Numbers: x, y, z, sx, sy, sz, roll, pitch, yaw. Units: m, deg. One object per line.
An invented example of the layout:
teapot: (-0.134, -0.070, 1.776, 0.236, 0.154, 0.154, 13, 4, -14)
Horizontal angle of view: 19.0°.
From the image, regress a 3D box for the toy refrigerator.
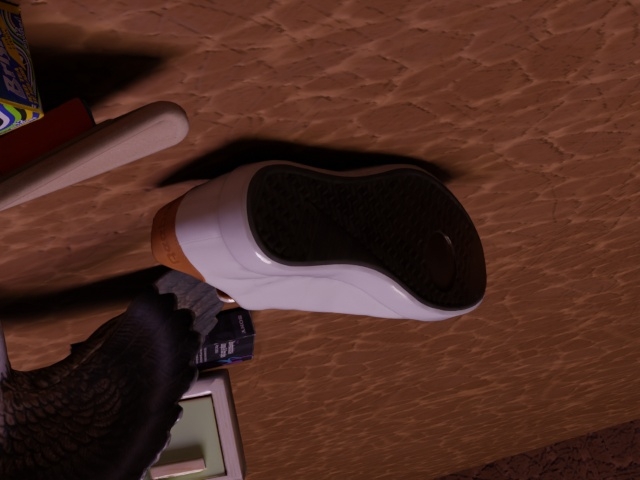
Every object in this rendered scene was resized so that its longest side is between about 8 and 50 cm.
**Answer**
toy refrigerator: (-0.210, 0.194, 1.755, 0.269, 0.102, 0.094, -10, -179, 0)

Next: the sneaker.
sneaker: (0.000, 0.000, 1.334, 0.123, 0.106, 0.290, -13, 162, 38)

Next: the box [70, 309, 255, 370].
box: (-0.139, 0.101, 1.708, 0.162, 0.029, 0.116, -11, 167, -6)

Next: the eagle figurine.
eagle figurine: (-0.209, 0.127, 1.428, 0.298, 0.226, 0.225, -9, 146, 3)

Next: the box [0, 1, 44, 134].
box: (-0.221, -0.061, 0.927, 0.169, 0.059, 0.054, -21, 165, 24)

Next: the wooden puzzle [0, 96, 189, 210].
wooden puzzle: (-0.217, -0.017, 1.013, 0.221, 0.044, 0.239, -18, -174, 39)
